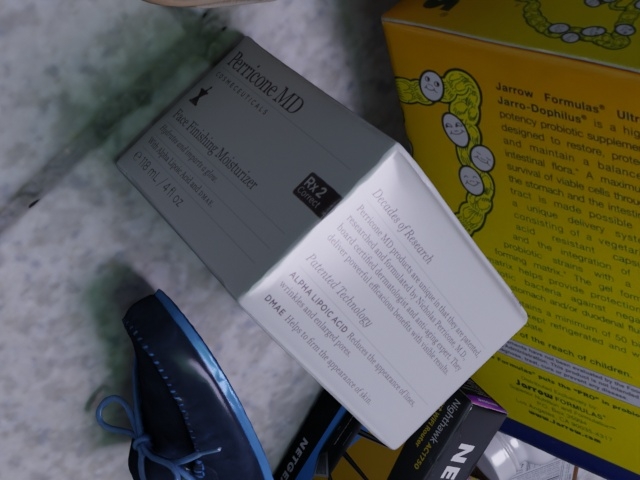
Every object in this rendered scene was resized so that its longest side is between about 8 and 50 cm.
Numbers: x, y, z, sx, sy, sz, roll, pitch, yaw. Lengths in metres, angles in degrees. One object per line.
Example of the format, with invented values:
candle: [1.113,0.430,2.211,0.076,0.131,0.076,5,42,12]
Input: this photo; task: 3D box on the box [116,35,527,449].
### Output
box: [0.000,0.000,0.701,0.119,0.181,0.182,-44,131,-3]

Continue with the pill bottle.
pill bottle: [0.192,0.130,0.968,0.160,0.087,0.087,-35,130,-10]

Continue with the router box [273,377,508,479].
router box: [0.043,0.160,0.858,0.046,0.133,0.179,19,105,-40]

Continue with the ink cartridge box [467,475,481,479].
ink cartridge box: [0.136,0.254,0.963,0.181,0.104,0.062,26,110,-25]

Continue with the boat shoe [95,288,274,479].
boat shoe: [-0.088,0.149,0.787,0.089,0.109,0.258,-27,127,-12]

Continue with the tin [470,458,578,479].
tin: [0.184,0.237,1.064,0.106,0.040,0.190,-11,123,-22]

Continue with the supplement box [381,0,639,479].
supplement box: [0.201,-0.027,0.777,0.194,0.195,0.357,-43,135,-31]

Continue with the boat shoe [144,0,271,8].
boat shoe: [0.031,-0.195,0.650,0.341,0.110,0.122,-23,127,-20]
